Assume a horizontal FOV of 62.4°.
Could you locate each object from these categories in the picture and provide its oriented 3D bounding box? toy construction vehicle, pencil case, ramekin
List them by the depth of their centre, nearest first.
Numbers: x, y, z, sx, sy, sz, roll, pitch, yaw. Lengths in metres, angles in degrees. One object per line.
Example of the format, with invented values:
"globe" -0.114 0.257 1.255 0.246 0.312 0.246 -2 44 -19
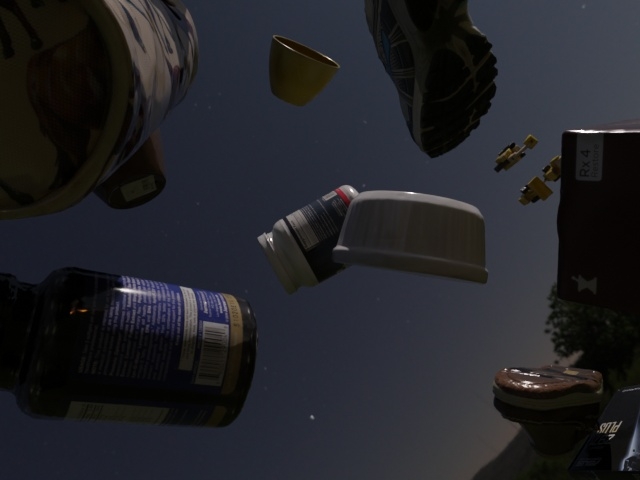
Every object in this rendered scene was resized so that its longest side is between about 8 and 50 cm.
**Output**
"pencil case" -0.205 -0.165 0.450 0.160 0.410 0.183 -20 -67 2
"toy construction vehicle" 0.270 -0.087 0.685 0.035 0.086 0.098 -44 0 -20
"ramekin" 0.160 -0.004 0.926 0.273 0.273 0.127 13 -96 -54

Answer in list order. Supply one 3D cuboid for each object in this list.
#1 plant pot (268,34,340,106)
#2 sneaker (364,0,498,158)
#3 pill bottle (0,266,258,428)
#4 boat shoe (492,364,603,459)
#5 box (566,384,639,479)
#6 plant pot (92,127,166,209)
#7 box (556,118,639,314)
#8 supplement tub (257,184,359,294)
"plant pot" -0.044 -0.310 0.991 0.134 0.134 0.095 -2 -53 -48
"sneaker" 0.112 -0.222 0.583 0.110 0.122 0.283 -31 -45 -11
"pill bottle" -0.174 0.090 0.445 0.219 0.123 0.122 14 -65 -27
"boat shoe" 0.258 0.190 0.572 0.257 0.095 0.095 14 -100 -49
"box" 0.390 0.228 0.580 0.147 0.077 0.180 -39 -7 -27
"plant pot" -0.370 -0.179 0.933 0.215 0.230 0.215 -29 -15 -9
"box" 0.353 -0.031 0.507 0.203 0.167 0.168 -17 -71 -40
"supplement tub" 0.000 0.000 1.331 0.272 0.191 0.191 -29 -35 -3
